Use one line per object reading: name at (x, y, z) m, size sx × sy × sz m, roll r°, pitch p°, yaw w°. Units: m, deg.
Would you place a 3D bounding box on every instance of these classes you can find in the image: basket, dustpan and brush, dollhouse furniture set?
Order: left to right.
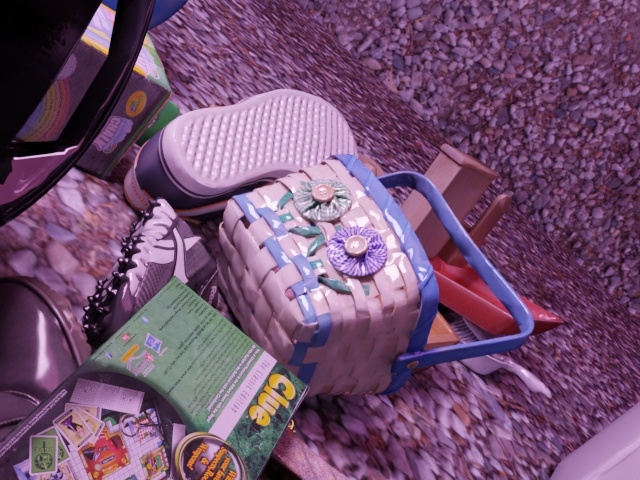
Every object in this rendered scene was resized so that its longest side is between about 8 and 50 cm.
basket at (0.054, 0.036, 0.884) m, size 0.288 × 0.201 × 0.255 m, roll -9°, pitch 49°, yaw -32°
dollhouse furniture set at (0.105, -0.144, 1.389) m, size 0.303 × 0.174 × 0.355 m, roll 15°, pitch 25°, yaw -51°
dustpan and brush at (0.265, 0.177, 1.303) m, size 0.211 × 0.060 × 0.147 m, roll 49°, pitch 20°, yaw 15°

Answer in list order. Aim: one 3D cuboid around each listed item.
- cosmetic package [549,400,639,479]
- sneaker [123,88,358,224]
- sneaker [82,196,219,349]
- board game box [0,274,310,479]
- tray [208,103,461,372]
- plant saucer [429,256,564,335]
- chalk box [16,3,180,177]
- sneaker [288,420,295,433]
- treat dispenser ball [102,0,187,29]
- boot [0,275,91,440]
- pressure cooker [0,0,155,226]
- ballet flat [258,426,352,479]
cosmetic package at (0.517, 0.368, 1.005) m, size 0.394 × 0.329 × 0.327 m, roll 50°, pitch 21°, yaw 16°
sneaker at (-0.090, -0.099, 0.983) m, size 0.321 × 0.127 × 0.126 m, roll -12°, pitch 80°, yaw -51°
sneaker at (-0.138, 0.040, 0.758) m, size 0.106 × 0.078 × 0.234 m, roll 36°, pitch 18°, yaw -14°
board game box at (-0.101, 0.124, 0.524) m, size 0.136 × 0.030 × 0.260 m, roll 39°, pitch 28°, yaw 0°
tray at (0.000, 0.000, 1.126) m, size 0.411 × 0.076 × 0.202 m, roll 53°, pitch 21°, yaw 22°
plant saucer at (0.243, 0.085, 1.376) m, size 0.258 × 0.048 × 0.259 m, roll 32°, pitch 12°, yaw 31°
chalk box at (-0.251, -0.169, 0.887) m, size 0.213 × 0.132 × 0.132 m, roll 27°, pitch 26°, yaw -43°
sneaker at (-0.034, 0.176, 0.748) m, size 0.083 × 0.035 × 0.031 m, roll 45°, pitch 20°, yaw 2°
treat dispenser ball at (-0.282, -0.407, 1.076) m, size 0.288 × 0.288 × 0.288 m, roll 38°, pitch 20°, yaw -17°
boot at (-0.225, 0.100, 0.493) m, size 0.190 × 0.076 × 0.208 m, roll 52°, pitch 27°, yaw 23°
pressure cooker at (-0.286, -0.214, 0.487) m, size 0.420 × 0.370 × 0.376 m, roll 31°, pitch 20°, yaw -36°
ballet flat at (-0.026, 0.210, 0.615) m, size 0.316 × 0.108 × 0.106 m, roll 38°, pitch 21°, yaw 15°
